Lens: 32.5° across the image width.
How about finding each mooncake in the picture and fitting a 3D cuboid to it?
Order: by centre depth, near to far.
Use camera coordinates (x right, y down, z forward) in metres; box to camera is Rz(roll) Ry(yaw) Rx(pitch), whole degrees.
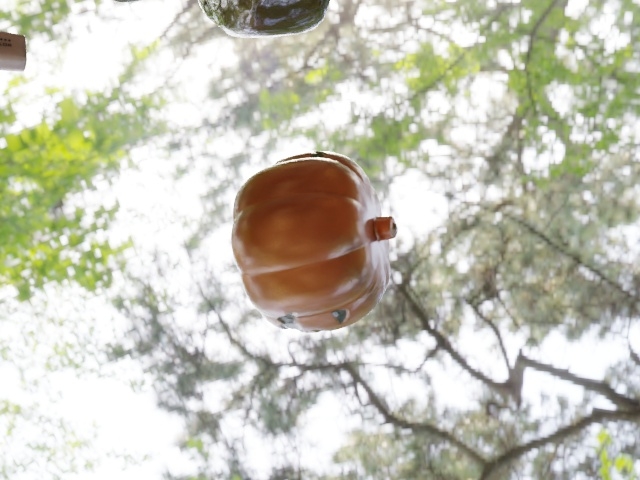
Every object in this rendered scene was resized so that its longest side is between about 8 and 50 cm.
[{"bbox_3d":[-0.094,-0.457,1.631,0.174,0.334,0.326,-6,-109,-16],"label":"mooncake"}]

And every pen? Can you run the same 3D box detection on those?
[{"bbox_3d":[-0.398,-0.202,1.107,0.197,0.032,0.053,2,-122,-25],"label":"pen"}]

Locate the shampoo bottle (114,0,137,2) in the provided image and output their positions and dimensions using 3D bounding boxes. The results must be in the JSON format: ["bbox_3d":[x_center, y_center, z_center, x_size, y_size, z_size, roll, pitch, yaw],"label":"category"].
[{"bbox_3d":[-0.247,-0.394,1.467,0.080,0.040,0.165,-8,-117,12],"label":"shampoo bottle"}]

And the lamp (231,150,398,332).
[{"bbox_3d":[0.000,0.000,1.131,0.163,0.188,0.188,-10,-136,15],"label":"lamp"}]
